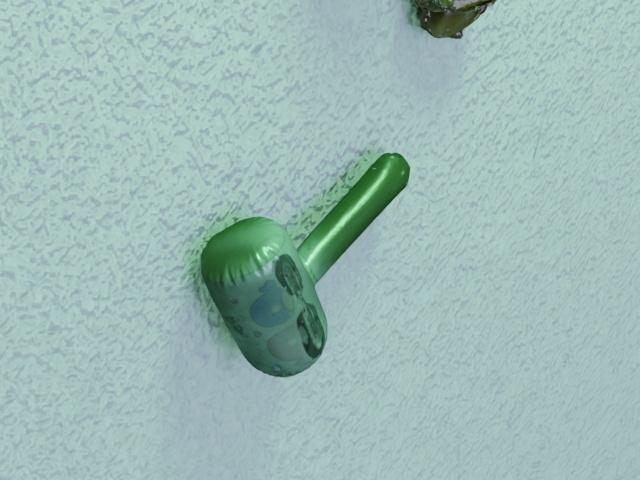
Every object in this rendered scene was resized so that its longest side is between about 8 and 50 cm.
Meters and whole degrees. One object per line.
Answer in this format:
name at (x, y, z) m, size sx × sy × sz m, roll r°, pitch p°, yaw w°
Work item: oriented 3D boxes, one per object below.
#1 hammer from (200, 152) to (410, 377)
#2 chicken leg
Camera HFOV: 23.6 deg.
hammer at (0.000, 0.000, 1.909) m, size 0.335 × 0.119 × 0.206 m, roll -47°, pitch 135°, yaw -28°
chicken leg at (0.184, -0.350, 1.950) m, size 0.125 × 0.080 × 0.196 m, roll 37°, pitch 80°, yaw -34°
